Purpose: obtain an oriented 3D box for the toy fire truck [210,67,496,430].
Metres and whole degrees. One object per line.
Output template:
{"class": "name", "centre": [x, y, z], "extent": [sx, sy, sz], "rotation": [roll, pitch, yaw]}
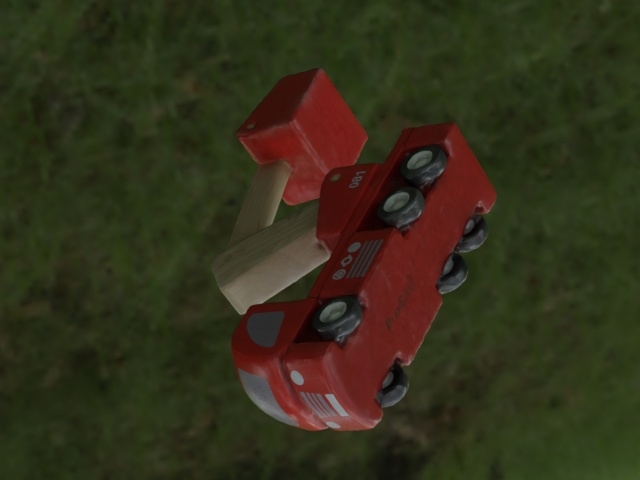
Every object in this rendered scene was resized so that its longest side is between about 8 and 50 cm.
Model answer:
{"class": "toy fire truck", "centre": [0.000, 0.000, 0.816], "extent": [0.135, 0.192, 0.047], "rotation": [-6, 131, 40]}
